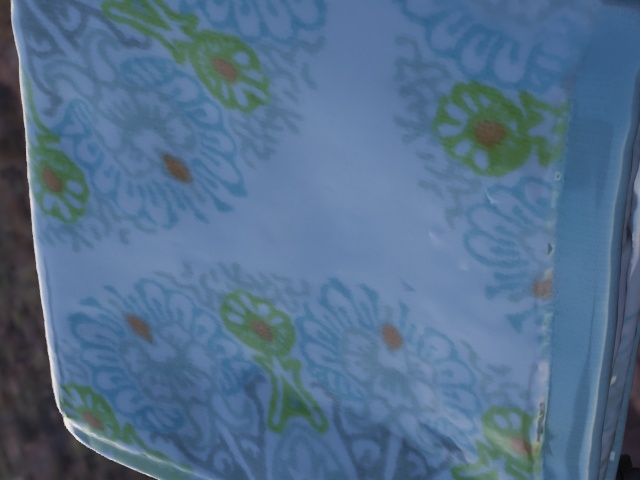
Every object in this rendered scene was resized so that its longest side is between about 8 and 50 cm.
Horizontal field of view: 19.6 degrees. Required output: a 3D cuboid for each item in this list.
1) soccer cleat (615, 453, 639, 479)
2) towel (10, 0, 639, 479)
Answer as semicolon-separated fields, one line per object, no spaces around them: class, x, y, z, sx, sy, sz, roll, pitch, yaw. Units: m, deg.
soccer cleat;0.131;0.117;1.263;0.116;0.143;0.331;-109;-3;-56
towel;0.000;0.000;0.892;0.320;0.090;0.374;19;131;20
